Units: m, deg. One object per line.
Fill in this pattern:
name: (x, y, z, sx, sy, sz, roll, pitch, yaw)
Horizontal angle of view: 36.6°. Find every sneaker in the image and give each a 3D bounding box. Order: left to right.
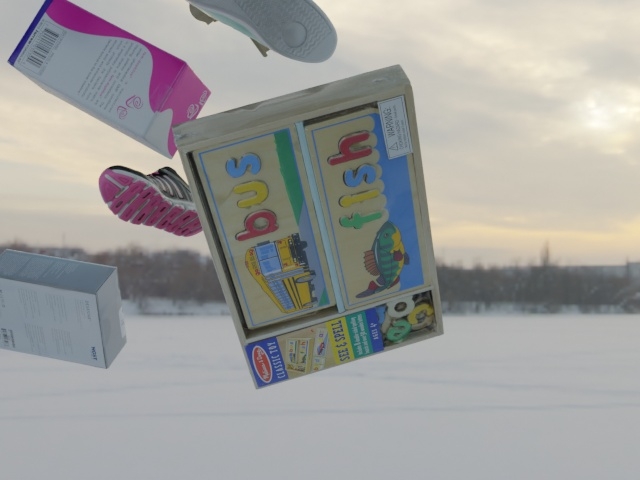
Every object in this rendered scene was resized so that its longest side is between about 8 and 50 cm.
sneaker: (-0.211, -0.061, 1.201, 0.063, 0.074, 0.170, -41, -38, 21)
sneaker: (-0.096, -0.350, 1.432, 0.256, 0.094, 0.151, 25, 13, -16)

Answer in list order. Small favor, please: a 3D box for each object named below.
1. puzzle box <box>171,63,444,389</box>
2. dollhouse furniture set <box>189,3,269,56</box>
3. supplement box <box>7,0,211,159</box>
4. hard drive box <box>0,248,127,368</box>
puzzle box: (0.000, 0.000, 1.190, 0.272, 0.409, 0.052, -16, 40, -3)
dollhouse furniture set: (-0.156, -0.406, 1.707, 0.101, 0.161, 0.182, -33, 26, 8)
supplement box: (-0.271, -0.212, 1.260, 0.220, 0.111, 0.114, 29, -5, 16)
hard drive box: (-0.495, 0.129, 1.815, 0.232, 0.181, 0.089, 10, 34, 13)
